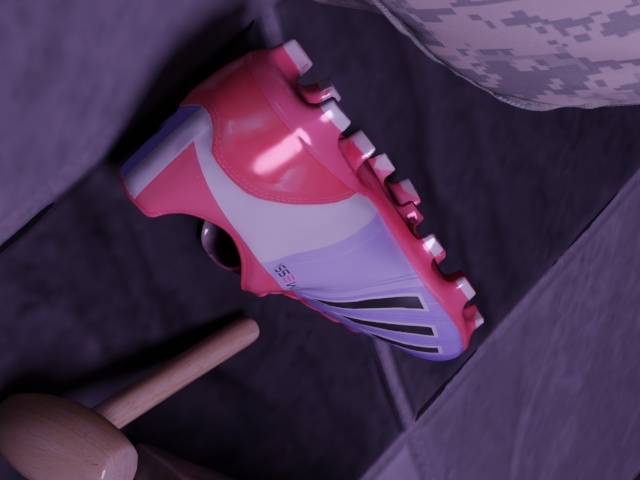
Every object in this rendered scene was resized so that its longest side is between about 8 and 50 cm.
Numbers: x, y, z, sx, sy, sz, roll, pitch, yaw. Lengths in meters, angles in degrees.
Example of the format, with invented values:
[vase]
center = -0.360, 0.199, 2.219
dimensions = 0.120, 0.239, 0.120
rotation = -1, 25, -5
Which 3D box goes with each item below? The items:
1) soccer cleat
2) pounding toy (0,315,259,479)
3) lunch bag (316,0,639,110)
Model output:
[soccer cleat]
center = 0.000, 0.000, 0.705
dimensions = 0.095, 0.083, 0.248
rotation = -31, 147, 6
[pounding toy]
center = -0.012, 0.134, 0.691
dimensions = 0.269, 0.154, 0.155
rotation = 34, 84, -54
[lunch bag]
center = 0.061, -0.178, 0.507
dimensions = 0.305, 0.256, 0.212
rotation = 31, 86, -53
